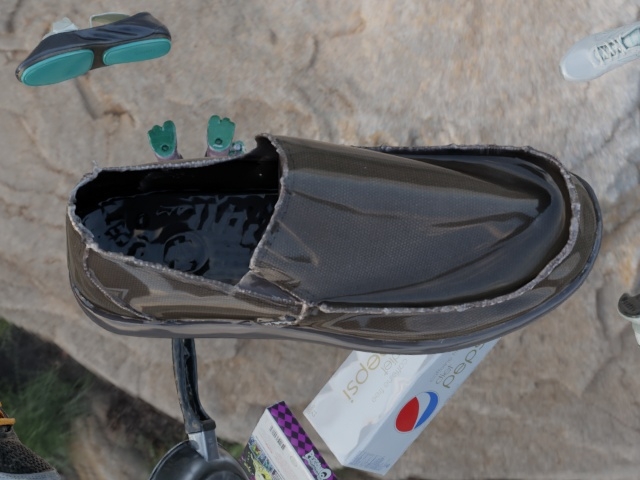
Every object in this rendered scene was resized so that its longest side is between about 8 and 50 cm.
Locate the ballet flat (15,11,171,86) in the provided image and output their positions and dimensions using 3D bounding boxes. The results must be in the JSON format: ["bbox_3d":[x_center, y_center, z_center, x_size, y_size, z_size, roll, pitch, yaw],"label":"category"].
[{"bbox_3d":[-0.283,-0.242,1.208,0.203,0.074,0.074,-20,112,-27],"label":"ballet flat"}]

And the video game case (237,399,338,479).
[{"bbox_3d":[-0.036,0.396,1.547,0.232,0.041,0.210,52,143,22],"label":"video game case"}]

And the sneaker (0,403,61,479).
[{"bbox_3d":[-0.256,0.108,0.655,0.214,0.084,0.083,30,87,13],"label":"sneaker"}]

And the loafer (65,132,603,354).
[{"bbox_3d":[0.000,0.000,0.637,0.365,0.130,0.134,-7,66,5],"label":"loafer"}]

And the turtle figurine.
[{"bbox_3d":[-0.176,-0.088,1.410,0.175,0.234,0.118,-24,69,-15],"label":"turtle figurine"}]

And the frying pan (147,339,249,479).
[{"bbox_3d":[-0.119,0.257,1.102,0.053,0.326,0.197,-4,155,32],"label":"frying pan"}]

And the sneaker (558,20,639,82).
[{"bbox_3d":[0.365,-0.240,1.207,0.152,0.061,0.054,-22,89,8],"label":"sneaker"}]

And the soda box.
[{"bbox_3d":[0.085,0.105,0.886,0.216,0.074,0.069,-51,139,9],"label":"soda box"}]

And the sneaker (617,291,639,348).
[{"bbox_3d":[0.520,0.056,1.128,0.330,0.122,0.146,-29,104,12],"label":"sneaker"}]
